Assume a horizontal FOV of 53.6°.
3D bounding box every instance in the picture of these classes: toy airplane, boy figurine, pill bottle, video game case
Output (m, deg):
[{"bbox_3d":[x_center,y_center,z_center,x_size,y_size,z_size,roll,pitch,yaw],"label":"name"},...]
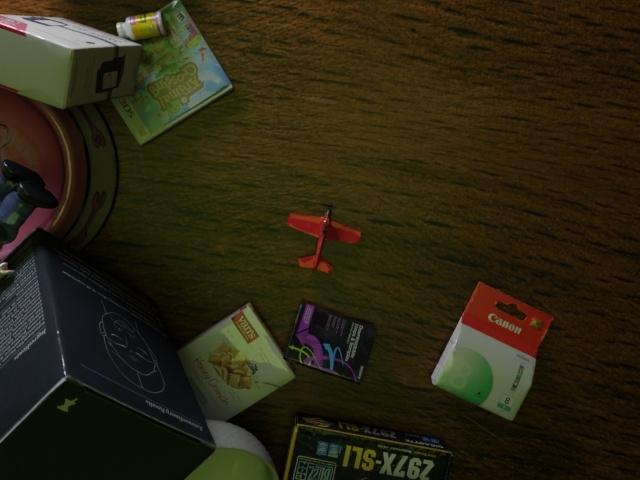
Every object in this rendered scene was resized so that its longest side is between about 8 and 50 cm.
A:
[{"bbox_3d":[0.000,0.000,1.241,0.151,0.028,0.151,0,96,-4],"label":"toy airplane"},{"bbox_3d":[-0.558,0.010,1.026,0.285,0.092,0.177,-47,69,4],"label":"boy figurine"},{"bbox_3d":[-0.325,-0.388,1.153,0.083,0.043,0.043,-12,96,-1],"label":"pill bottle"},{"bbox_3d":[-0.304,-0.316,1.196,0.212,0.023,0.193,-32,97,1],"label":"video game case"}]

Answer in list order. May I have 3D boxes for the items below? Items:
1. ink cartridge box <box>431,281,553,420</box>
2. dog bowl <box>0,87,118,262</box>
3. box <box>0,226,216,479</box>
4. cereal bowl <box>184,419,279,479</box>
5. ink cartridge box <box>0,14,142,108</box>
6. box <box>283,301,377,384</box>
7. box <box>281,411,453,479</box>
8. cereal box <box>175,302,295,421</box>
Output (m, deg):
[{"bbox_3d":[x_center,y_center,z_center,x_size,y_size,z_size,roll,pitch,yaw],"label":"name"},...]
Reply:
[{"bbox_3d":[0.351,0.223,1.269,0.181,0.056,0.225,26,96,-5],"label":"ink cartridge box"},{"bbox_3d":[-0.588,-0.129,1.140,0.407,0.150,0.408,0,96,-2],"label":"dog bowl"},{"bbox_3d":[-0.388,0.215,1.017,0.212,0.395,0.293,-44,131,2],"label":"box"},{"bbox_3d":[-0.252,0.463,1.191,0.338,0.141,0.339,-12,123,-19],"label":"cereal bowl"},{"bbox_3d":[-0.432,-0.303,1.057,0.171,0.237,0.100,20,110,3],"label":"ink cartridge box"},{"bbox_3d":[0.021,0.202,1.242,0.162,0.029,0.116,20,72,-6],"label":"box"},{"bbox_3d":[0.080,0.505,1.273,0.321,0.079,0.257,12,93,-4],"label":"box"},{"bbox_3d":[-0.193,0.257,1.248,0.240,0.047,0.173,-33,98,1],"label":"cereal box"}]
